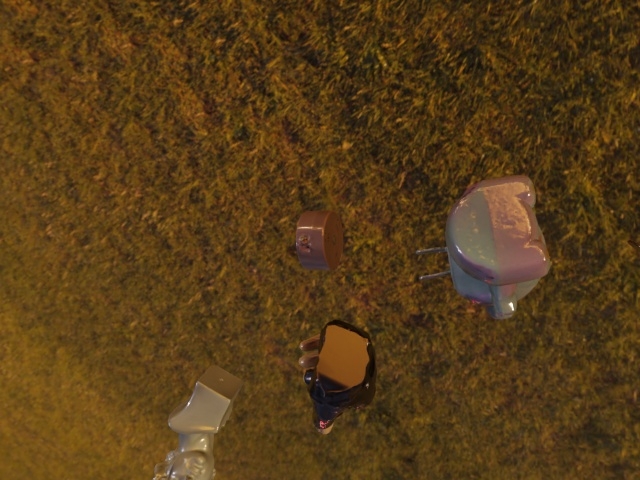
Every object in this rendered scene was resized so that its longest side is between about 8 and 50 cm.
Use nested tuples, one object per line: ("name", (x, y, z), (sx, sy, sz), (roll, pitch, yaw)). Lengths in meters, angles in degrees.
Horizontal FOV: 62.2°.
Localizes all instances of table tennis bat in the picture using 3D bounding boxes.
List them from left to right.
("table tennis bat", (0.565, 0.023, 0.912), (0.050, 0.083, 0.007), (30, 103, -34))

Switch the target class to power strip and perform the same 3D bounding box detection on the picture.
("power strip", (0.000, 0.000, 1.322), (0.078, 0.154, 0.154), (0, 129, 21))

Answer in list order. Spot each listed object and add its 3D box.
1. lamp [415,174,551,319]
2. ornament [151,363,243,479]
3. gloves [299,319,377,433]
("lamp", (0.296, 0.019, 0.984), (0.247, 0.247, 0.301), (-13, 164, 14))
("ornament", (-0.232, 0.370, 0.985), (0.120, 0.286, 0.130), (17, 180, 10))
("gloves", (0.029, 0.268, 1.019), (0.152, 0.197, 0.301), (18, 158, -11))
